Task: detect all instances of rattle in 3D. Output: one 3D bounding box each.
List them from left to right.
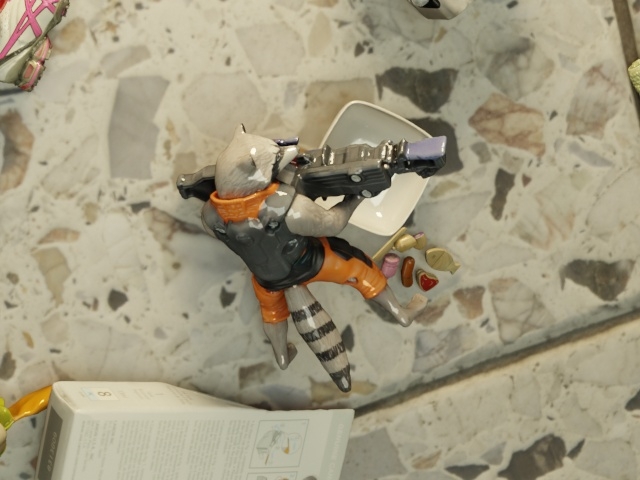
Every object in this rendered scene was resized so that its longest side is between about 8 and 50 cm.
[{"bbox_3d":[-0.419,0.154,1.927,0.200,0.130,0.143,41,78,9],"label":"rattle"}]

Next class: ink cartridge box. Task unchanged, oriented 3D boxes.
[{"bbox_3d":[-0.169,0.329,2.024,0.385,0.091,0.308,3,108,-32],"label":"ink cartridge box"}]

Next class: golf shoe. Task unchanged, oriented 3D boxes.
[{"bbox_3d":[-0.328,-0.264,1.845,0.086,0.067,0.186,22,98,-16],"label":"golf shoe"}]

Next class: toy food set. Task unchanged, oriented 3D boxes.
[{"bbox_3d":[0.113,0.026,2.029,0.078,0.019,0.122,-45,134,8],"label":"toy food set"}]

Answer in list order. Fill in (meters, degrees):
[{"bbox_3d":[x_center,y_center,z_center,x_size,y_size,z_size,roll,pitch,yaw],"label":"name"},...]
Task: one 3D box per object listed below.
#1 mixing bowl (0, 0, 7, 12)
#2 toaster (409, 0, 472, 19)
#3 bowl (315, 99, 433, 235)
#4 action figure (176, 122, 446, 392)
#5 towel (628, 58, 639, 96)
[{"bbox_3d":[-0.426,-0.306,1.795,0.181,0.098,0.181,-3,103,-12],"label":"mixing bowl"},{"bbox_3d":[0.141,-0.369,1.907,0.185,0.110,0.168,-46,109,0],"label":"toaster"},{"bbox_3d":[0.058,-0.091,1.985,0.142,0.053,0.142,27,96,-17],"label":"bowl"},{"bbox_3d":[0.000,0.000,1.876,0.341,0.178,0.330,-13,129,29],"label":"action figure"},{"bbox_3d":[0.465,-0.202,2.067,0.148,0.027,0.110,-25,108,-7],"label":"towel"}]
